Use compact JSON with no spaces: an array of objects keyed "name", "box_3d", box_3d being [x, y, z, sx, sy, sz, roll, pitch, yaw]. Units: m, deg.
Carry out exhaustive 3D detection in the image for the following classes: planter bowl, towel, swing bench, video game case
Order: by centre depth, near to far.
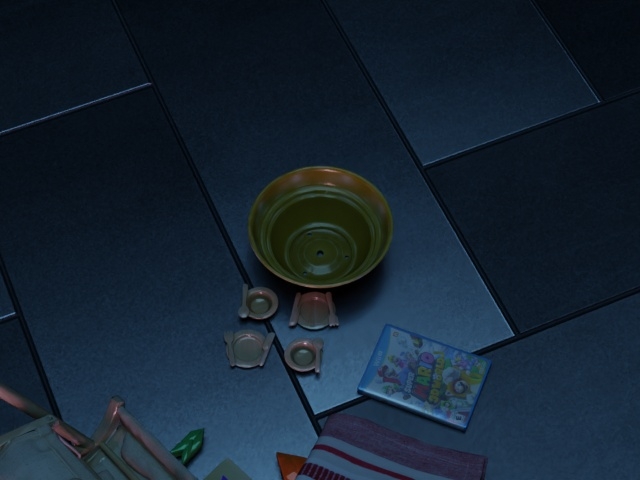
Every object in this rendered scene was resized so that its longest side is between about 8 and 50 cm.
[{"name":"swing bench","box_3d":[-0.314,0.320,1.853,0.253,0.255,0.165,36,102,41]},{"name":"towel","box_3d":[0.079,0.344,1.874,0.237,0.037,0.329,15,26,10]},{"name":"video game case","box_3d":[0.152,0.198,2.077,0.166,0.015,0.119,19,60,12]},{"name":"planter bowl","box_3d":[0.000,0.000,2.158,0.217,0.090,0.217,0,57,0]}]

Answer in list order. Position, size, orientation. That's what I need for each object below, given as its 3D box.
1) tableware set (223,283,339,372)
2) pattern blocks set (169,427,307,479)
[{"name":"tableware set","box_3d":[-0.058,0.130,2.117,0.169,0.020,0.141,6,58,3]},{"name":"pattern blocks set","box_3d":[-0.113,0.402,1.940,0.285,0.026,0.325,-33,63,-20]}]
